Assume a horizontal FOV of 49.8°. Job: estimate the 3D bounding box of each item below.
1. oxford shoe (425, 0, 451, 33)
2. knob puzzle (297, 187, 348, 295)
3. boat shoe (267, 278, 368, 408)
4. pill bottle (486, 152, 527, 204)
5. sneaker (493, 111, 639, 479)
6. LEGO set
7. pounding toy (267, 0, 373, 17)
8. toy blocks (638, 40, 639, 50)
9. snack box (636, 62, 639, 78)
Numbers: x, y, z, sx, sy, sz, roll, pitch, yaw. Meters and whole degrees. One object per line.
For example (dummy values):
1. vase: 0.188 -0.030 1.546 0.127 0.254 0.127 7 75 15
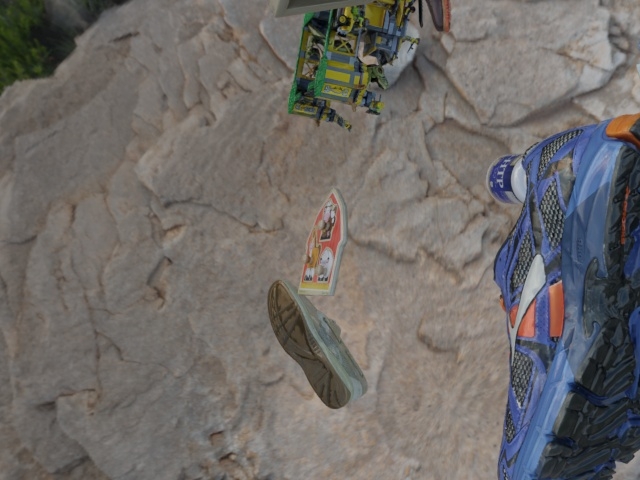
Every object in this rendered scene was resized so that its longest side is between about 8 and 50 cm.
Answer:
1. oxford shoe: 0.224 -0.583 1.522 0.098 0.097 0.271 -15 95 16
2. knob puzzle: 0.000 0.000 1.217 0.030 0.213 0.213 14 78 -18
3. boat shoe: -0.008 0.210 1.461 0.302 0.098 0.109 55 130 20
4. pill bottle: 0.440 -0.129 1.456 0.112 0.186 0.112 -1 95 -13
5. sneaker: 0.137 0.041 0.379 0.083 0.087 0.221 9 96 -29
6. LEGO set: 0.078 -0.299 1.117 0.192 0.331 0.255 9 84 -13
7. pounding toy: 0.013 -0.298 0.630 0.130 0.141 0.100 -16 73 -22
8. toy blocks: 0.569 -0.280 0.932 0.260 0.191 0.381 -10 36 44
9. snack box: 0.713 -0.198 1.245 0.060 0.187 0.322 -25 99 -29
